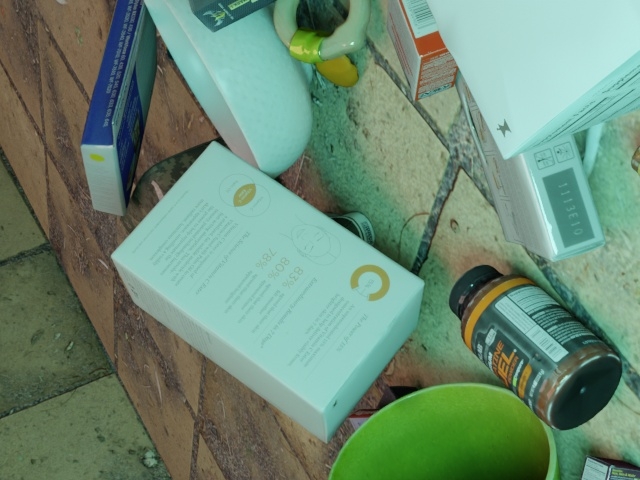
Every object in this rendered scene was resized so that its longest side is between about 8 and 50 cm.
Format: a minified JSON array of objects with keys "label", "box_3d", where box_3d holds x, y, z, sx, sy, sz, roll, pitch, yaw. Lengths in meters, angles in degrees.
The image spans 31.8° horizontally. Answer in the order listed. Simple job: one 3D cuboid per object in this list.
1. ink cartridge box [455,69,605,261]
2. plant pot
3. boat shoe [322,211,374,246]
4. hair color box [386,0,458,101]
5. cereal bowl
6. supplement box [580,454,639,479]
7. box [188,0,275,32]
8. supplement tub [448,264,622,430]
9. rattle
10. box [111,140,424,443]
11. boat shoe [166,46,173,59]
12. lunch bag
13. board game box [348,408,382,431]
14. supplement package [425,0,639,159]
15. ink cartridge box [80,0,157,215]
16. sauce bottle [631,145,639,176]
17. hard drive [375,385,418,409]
[{"label":"ink cartridge box","box_3d":[0.197,-0.123,1.150,0.239,0.060,0.275,-88,-20,-86]},{"label":"plant pot","box_3d":[0.186,0.373,1.361,0.275,0.274,0.294,33,154,54]},{"label":"boat shoe","box_3d":[0.000,0.000,1.649,0.219,0.070,0.078,-18,92,66]},{"label":"hair color box","box_3d":[0.108,-0.216,1.177,0.167,0.053,0.093,79,171,-82]},{"label":"cereal bowl","box_3d":[-0.110,-0.255,1.544,0.339,0.141,0.339,57,172,13]},{"label":"supplement box","box_3d":[0.304,0.276,1.193,0.043,0.055,0.083,15,90,63]},{"label":"box","box_3d":[-0.094,-0.392,1.361,0.059,0.183,0.233,38,-150,-62]},{"label":"supplement tub","box_3d":[0.223,0.107,1.213,0.198,0.106,0.106,45,147,44]},{"label":"rattle","box_3d":[0.016,-0.312,1.419,0.130,0.142,0.200,-20,73,35]},{"label":"box","box_3d":[-0.066,0.068,1.485,0.345,0.215,0.168,35,161,16]},{"label":"boat shoe","box_3d":[-0.208,-0.390,1.763,0.109,0.089,0.258,44,146,45]},{"label":"lunch bag","box_3d":[-0.179,-0.004,1.869,0.256,0.212,0.305,60,154,5]},{"label":"board game box","box_3d":[0.141,0.362,1.560,0.145,0.027,0.281,-18,99,62]},{"label":"supplement package","box_3d":[0.226,-0.212,0.755,0.199,0.262,0.198,65,156,8]},{"label":"ink cartridge box","box_3d":[-0.306,-0.237,1.730,0.307,0.072,0.304,101,178,-65]},{"label":"sauce bottle","box_3d":[0.322,-0.039,0.963,0.128,0.042,0.042,53,152,37]},{"label":"hard drive","box_3d":[0.132,0.332,1.649,0.172,0.054,0.255,56,152,29]}]
